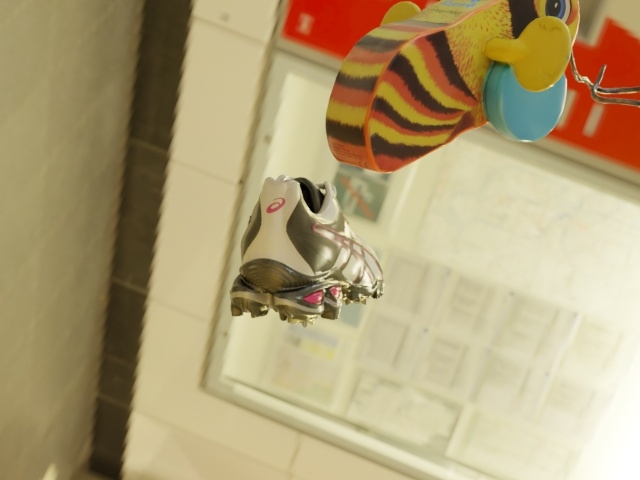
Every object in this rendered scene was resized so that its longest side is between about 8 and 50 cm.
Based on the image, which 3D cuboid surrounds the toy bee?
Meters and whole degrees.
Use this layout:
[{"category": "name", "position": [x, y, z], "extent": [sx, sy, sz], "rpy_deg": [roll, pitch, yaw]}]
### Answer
[{"category": "toy bee", "position": [0.124, -0.159, 1.069], "extent": [0.298, 0.195, 0.162], "rpy_deg": [-29, 118, -52]}]

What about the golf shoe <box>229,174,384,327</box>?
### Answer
[{"category": "golf shoe", "position": [0.000, 0.000, 1.265], "extent": [0.273, 0.105, 0.120], "rpy_deg": [-23, 117, -77]}]
